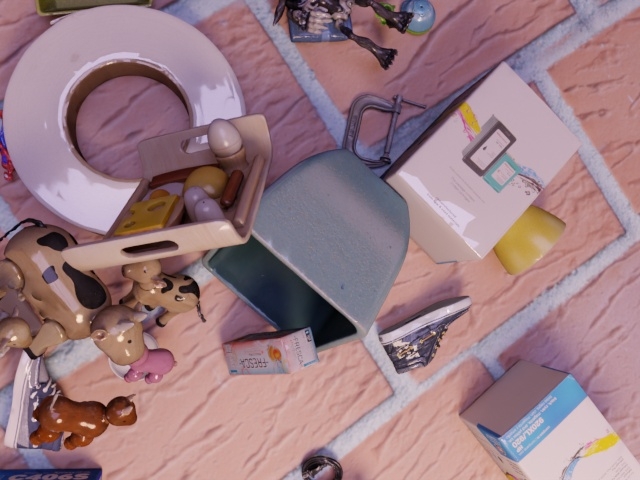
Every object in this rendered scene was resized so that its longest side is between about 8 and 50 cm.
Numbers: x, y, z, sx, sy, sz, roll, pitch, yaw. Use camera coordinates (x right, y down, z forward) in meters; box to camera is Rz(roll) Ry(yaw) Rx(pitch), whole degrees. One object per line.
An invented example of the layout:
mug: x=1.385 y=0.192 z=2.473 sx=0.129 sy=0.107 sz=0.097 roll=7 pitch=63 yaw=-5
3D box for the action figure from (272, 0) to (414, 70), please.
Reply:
action figure: x=0.024 y=-0.411 z=1.002 sx=0.275 sy=0.141 sz=0.164 roll=25 pitch=94 yaw=-10

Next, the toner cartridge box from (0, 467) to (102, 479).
toner cartridge box: x=-0.527 y=0.445 z=0.905 sx=0.348 sy=0.075 sz=0.165 roll=4 pitch=84 yaw=-10

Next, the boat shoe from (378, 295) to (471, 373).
boat shoe: x=0.201 y=0.169 z=1.065 sx=0.183 sy=0.065 sz=0.083 roll=-25 pitch=92 yaw=-4

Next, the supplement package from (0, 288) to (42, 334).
supplement package: x=-0.560 y=0.131 z=0.860 sx=0.203 sy=0.194 sz=0.149 roll=-33 pitch=93 yaw=-10

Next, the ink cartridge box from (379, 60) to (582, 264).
ink cartridge box: x=0.258 y=-0.124 z=1.024 sx=0.197 sy=0.198 sz=0.270 roll=45 pitch=79 yaw=-4

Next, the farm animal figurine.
farm animal figurine: x=-0.308 y=0.095 z=0.818 sx=0.172 sy=0.330 sz=0.327 roll=-33 pitch=111 yaw=28

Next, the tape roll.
tape roll: x=-0.319 y=-0.196 z=0.989 sx=0.392 sy=0.072 sz=0.392 roll=1 pitch=86 yaw=-10

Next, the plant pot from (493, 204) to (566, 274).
plant pot: x=0.360 y=-0.017 z=1.071 sx=0.095 sy=0.134 sz=0.134 roll=43 pitch=80 yaw=1

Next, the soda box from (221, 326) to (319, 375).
soda box: x=-0.085 y=0.181 z=0.948 sx=0.063 sy=0.183 sz=0.058 roll=-15 pitch=89 yaw=-39

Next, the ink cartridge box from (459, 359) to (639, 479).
ink cartridge box: x=0.401 y=0.360 z=1.029 sx=0.168 sy=0.171 sz=0.233 roll=-39 pitch=93 yaw=-10

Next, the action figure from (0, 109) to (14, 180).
action figure: x=-0.521 y=-0.154 z=0.968 sx=0.030 sy=0.038 sz=0.115 roll=-12 pitch=87 yaw=-33

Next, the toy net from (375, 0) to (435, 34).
toy net: x=0.159 y=-0.510 z=1.114 sx=0.122 sy=0.045 sz=0.232 roll=1 pitch=84 yaw=-1

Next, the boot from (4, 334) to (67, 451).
boot: x=-0.437 y=0.243 z=0.934 sx=0.086 sy=0.069 sz=0.190 roll=12 pitch=103 yaw=-15

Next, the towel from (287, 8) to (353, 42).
towel: x=-0.001 y=-0.397 z=1.081 sx=0.119 sy=0.029 sz=0.067 roll=-6 pitch=87 yaw=-11

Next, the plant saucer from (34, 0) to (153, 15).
plant saucer: x=-0.394 y=-0.474 z=1.008 sx=0.188 sy=0.045 sz=0.188 roll=-9 pitch=88 yaw=-11

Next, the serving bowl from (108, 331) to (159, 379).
serving bowl: x=-0.310 y=0.192 z=0.986 sx=0.083 sy=0.027 sz=0.083 roll=1 pitch=85 yaw=-10

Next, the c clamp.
c clamp: x=0.114 y=-0.204 z=1.092 sx=0.137 sy=0.022 sz=0.161 roll=20 pitch=82 yaw=-9

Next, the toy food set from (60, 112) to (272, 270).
toy food set: x=-0.196 y=-0.080 z=0.805 sx=0.219 sy=0.306 sz=0.092 roll=-10 pitch=122 yaw=11

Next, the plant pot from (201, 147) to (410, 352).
plant pot: x=0.000 y=0.000 z=0.956 sx=0.248 sy=0.247 sz=0.252 roll=42 pitch=62 yaw=-5

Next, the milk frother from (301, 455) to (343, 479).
milk frother: x=0.018 y=0.450 z=0.973 sx=0.143 sy=0.135 sz=0.129 roll=43 pitch=79 yaw=-5
